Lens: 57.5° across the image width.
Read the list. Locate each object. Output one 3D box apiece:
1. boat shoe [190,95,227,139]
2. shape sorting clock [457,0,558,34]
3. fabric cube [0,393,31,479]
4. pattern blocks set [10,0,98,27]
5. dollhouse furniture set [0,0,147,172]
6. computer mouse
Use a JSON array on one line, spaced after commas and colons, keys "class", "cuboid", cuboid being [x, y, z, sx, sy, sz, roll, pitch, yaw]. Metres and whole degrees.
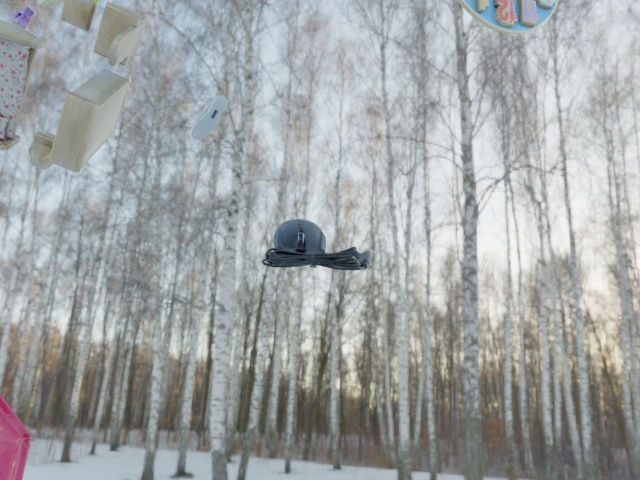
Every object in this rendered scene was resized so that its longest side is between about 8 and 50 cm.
[{"class": "boat shoe", "cuboid": [-0.218, -0.237, 1.121, 0.035, 0.100, 0.035, 34, -2, -37]}, {"class": "shape sorting clock", "cuboid": [0.236, -0.368, 0.757, 0.206, 0.207, 0.040, 12, -7, -24]}, {"class": "fabric cube", "cuboid": [-0.405, 0.214, 0.414, 0.257, 0.259, 0.254, -8, -48, -6]}, {"class": "pattern blocks set", "cuboid": [-0.475, -0.533, 1.142, 0.324, 0.285, 0.026, -35, -37, 1]}, {"class": "dollhouse furniture set", "cuboid": [-0.489, -0.264, 0.872, 0.355, 0.174, 0.303, 22, -64, -13]}, {"class": "computer mouse", "cuboid": [0.000, 0.000, 1.048, 0.183, 0.060, 0.262, 3, 10, 1]}]
